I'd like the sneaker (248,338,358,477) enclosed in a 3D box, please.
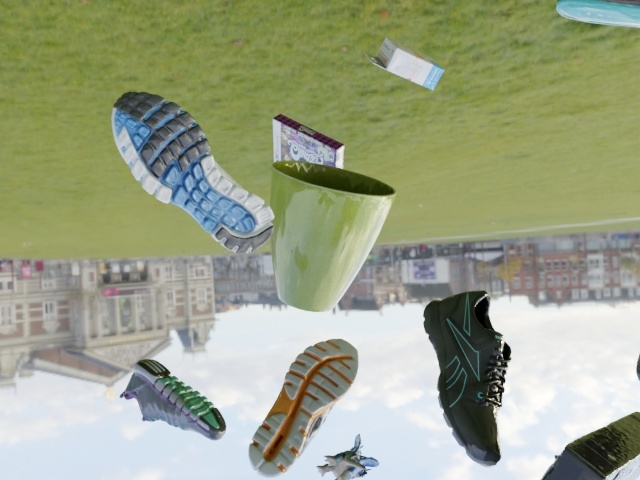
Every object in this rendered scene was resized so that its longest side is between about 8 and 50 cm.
[{"bbox_3d":[-0.023,0.225,0.829,0.084,0.215,0.083,33,156,16],"label":"sneaker"}]

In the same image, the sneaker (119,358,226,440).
[{"bbox_3d":[-0.279,0.323,1.151,0.224,0.098,0.083,34,-175,21],"label":"sneaker"}]

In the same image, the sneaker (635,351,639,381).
[{"bbox_3d":[0.518,0.123,0.871,0.106,0.234,0.078,-1,-144,-40],"label":"sneaker"}]

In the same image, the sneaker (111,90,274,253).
[{"bbox_3d":[-0.125,-0.061,0.556,0.083,0.071,0.190,35,167,47],"label":"sneaker"}]

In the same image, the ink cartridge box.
[{"bbox_3d":[0.211,-0.457,1.542,0.182,0.061,0.104,16,-152,-23],"label":"ink cartridge box"}]

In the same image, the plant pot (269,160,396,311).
[{"bbox_3d":[0.000,0.000,1.347,0.275,0.293,0.274,12,-164,-3],"label":"plant pot"}]

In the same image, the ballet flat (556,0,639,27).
[{"bbox_3d":[0.418,-0.278,0.695,0.281,0.096,0.095,25,-175,15],"label":"ballet flat"}]

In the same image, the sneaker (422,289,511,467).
[{"bbox_3d":[0.227,0.191,0.893,0.106,0.267,0.101,-27,143,26],"label":"sneaker"}]

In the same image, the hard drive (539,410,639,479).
[{"bbox_3d":[0.366,0.366,0.856,0.339,0.236,0.064,5,-155,-49],"label":"hard drive"}]

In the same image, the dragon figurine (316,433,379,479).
[{"bbox_3d":[0.082,0.519,1.438,0.144,0.085,0.289,-24,155,-28],"label":"dragon figurine"}]

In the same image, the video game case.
[{"bbox_3d":[-0.037,-0.220,1.702,0.232,0.210,0.042,31,-129,26],"label":"video game case"}]
